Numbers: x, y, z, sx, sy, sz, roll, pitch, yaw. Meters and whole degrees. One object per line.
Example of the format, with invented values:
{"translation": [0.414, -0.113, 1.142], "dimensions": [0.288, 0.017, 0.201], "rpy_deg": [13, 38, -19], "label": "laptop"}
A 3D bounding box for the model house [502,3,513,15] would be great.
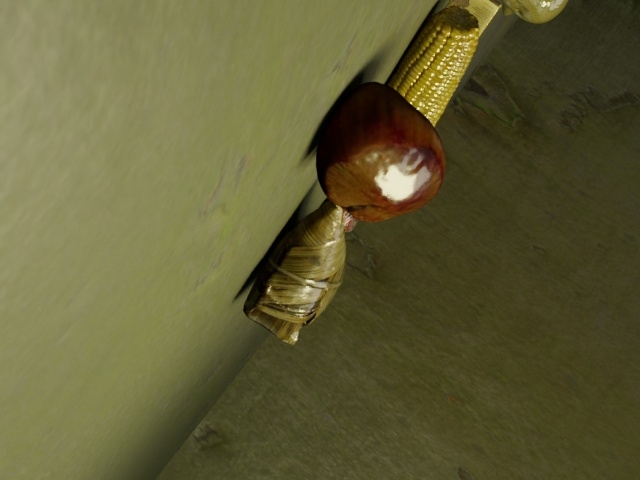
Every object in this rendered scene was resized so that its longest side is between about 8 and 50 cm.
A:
{"translation": [0.505, -0.566, 2.168], "dimensions": [0.267, 0.194, 0.325], "rpy_deg": [-50, 178, -42], "label": "model house"}

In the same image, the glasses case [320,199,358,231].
{"translation": [0.036, -0.044, 2.091], "dimensions": [0.049, 0.073, 0.194], "rpy_deg": [-59, 175, 2], "label": "glasses case"}

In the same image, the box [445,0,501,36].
{"translation": [0.224, -0.343, 1.670], "dimensions": [0.149, 0.073, 0.020], "rpy_deg": [-57, 173, 37], "label": "box"}

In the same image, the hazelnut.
{"translation": [0.080, -0.121, 1.383], "dimensions": [0.178, 0.178, 0.204], "rpy_deg": [-52, 145, -8], "label": "hazelnut"}

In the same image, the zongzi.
{"translation": [0.000, 0.000, 1.804], "dimensions": [0.288, 0.134, 0.286], "rpy_deg": [-64, 177, 28], "label": "zongzi"}

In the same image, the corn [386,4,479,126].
{"translation": [0.158, -0.241, 1.625], "dimensions": [0.106, 0.106, 0.305], "rpy_deg": [-49, 171, -44], "label": "corn"}

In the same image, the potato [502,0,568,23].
{"translation": [0.403, -0.496, 1.856], "dimensions": [0.194, 0.157, 0.157], "rpy_deg": [-54, 176, -8], "label": "potato"}
